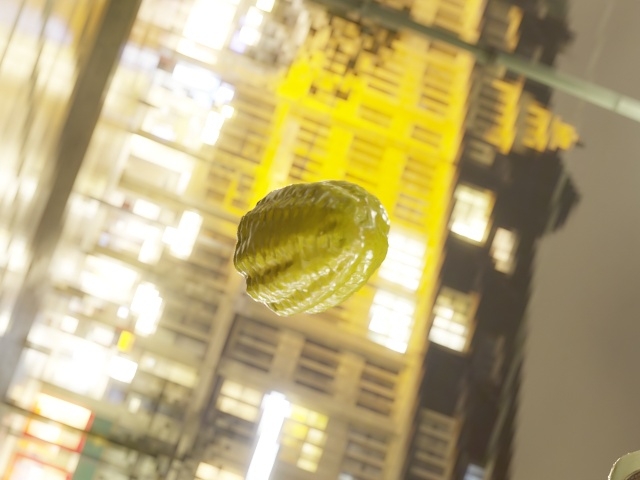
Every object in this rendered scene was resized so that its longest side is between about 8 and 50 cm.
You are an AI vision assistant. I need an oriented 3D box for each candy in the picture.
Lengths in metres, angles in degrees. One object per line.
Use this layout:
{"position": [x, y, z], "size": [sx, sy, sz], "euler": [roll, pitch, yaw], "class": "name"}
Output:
{"position": [0.000, 0.000, 1.307], "size": [0.199, 0.094, 0.106], "euler": [157, -55, -72], "class": "candy"}

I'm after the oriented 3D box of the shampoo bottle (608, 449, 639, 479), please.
{"position": [0.199, 0.189, 0.991], "size": [0.077, 0.045, 0.152], "euler": [-14, -136, 24], "class": "shampoo bottle"}
